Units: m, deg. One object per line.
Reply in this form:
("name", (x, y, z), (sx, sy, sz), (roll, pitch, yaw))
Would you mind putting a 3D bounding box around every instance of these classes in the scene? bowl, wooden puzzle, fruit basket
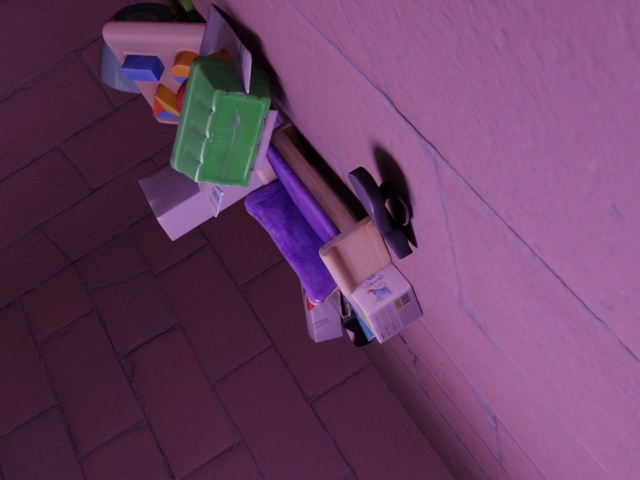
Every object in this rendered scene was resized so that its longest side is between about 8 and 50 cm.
("bowl", (-0.495, -0.572, 2.202), (0.311, 0.312, 0.163), (52, 152, 41))
("wooden puzzle", (-0.372, -0.410, 1.990), (0.322, 0.080, 0.347), (8, 149, 22))
("fruit basket", (-0.204, -0.266, 1.522), (0.353, 0.166, 0.326), (-117, 39, -57))

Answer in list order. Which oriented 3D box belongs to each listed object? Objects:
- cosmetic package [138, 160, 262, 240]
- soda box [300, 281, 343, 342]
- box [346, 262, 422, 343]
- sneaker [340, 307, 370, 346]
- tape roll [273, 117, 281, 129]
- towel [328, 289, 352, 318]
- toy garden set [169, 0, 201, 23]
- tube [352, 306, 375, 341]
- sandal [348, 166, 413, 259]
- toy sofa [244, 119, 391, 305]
("cosmetic package", (-0.322, -0.189, 2.219), (0.284, 0.377, 0.097), (51, 171, 53))
("soda box", (-0.003, 0.175, 2.453), (0.091, 0.098, 0.286), (-152, 53, -70))
("box", (0.099, 0.085, 1.531), (0.203, 0.103, 0.114), (52, 173, 40))
("sneaker", (0.109, 0.255, 2.592), (0.145, 0.090, 0.270), (65, -175, 32))
("tape roll", (-0.154, -0.261, 1.846), (0.274, 0.090, 0.275), (57, 174, 8))
("towel", (0.000, 0.000, 1.937), (0.324, 0.056, 0.312), (-129, 25, -54))
("toy garden set", (-0.365, -0.590, 1.990), (0.203, 0.049, 0.244), (54, 174, 29))
("tube", (0.127, 0.219, 2.433), (0.207, 0.052, 0.080), (61, 171, 19))
("sandal", (0.098, -0.047, 1.104), (0.097, 0.055, 0.254), (62, -173, 20))
("toy sofa", (-0.035, -0.057, 1.509), (0.362, 0.177, 0.150), (54, 174, 38))
